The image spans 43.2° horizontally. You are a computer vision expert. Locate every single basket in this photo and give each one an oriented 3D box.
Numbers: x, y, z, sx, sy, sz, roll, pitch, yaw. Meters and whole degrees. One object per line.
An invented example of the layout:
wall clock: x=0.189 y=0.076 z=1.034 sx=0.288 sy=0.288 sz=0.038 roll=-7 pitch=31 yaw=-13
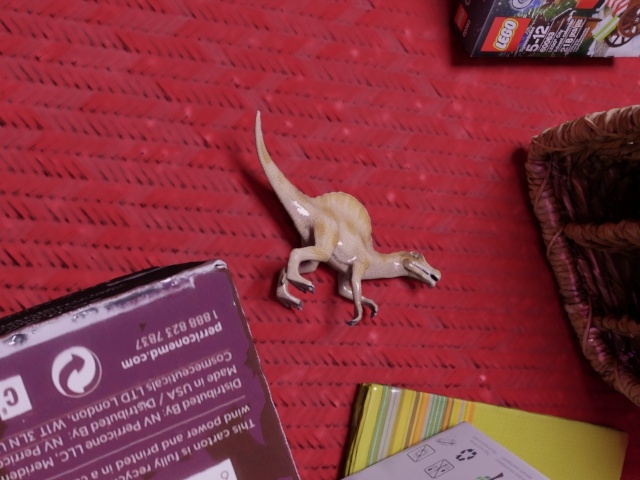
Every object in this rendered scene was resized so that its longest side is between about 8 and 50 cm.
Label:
basket: x=0.282 y=0.034 z=0.526 sx=0.222 sy=0.299 sz=0.214 roll=13 pitch=85 yaw=-21

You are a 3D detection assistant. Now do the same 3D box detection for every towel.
towel: x=0.128 y=0.175 z=0.614 sx=0.237 sy=0.021 sz=0.102 roll=14 pitch=89 yaw=-20

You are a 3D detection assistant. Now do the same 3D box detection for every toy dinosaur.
toy dinosaur: x=0.000 y=0.000 z=0.565 sx=0.183 sy=0.053 sz=0.093 roll=36 pitch=61 yaw=-23

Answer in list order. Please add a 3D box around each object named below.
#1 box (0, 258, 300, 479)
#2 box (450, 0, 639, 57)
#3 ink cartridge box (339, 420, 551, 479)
box: x=-0.120 y=0.115 z=0.427 sx=0.168 sy=0.203 sz=0.167 roll=-21 pitch=95 yaw=-20
box: x=0.203 y=-0.232 z=0.554 sx=0.159 sy=0.233 sz=0.044 roll=-5 pitch=51 yaw=-20
ink cartridge box: x=-0.013 y=0.220 z=0.473 sx=0.332 sy=0.165 sz=0.065 roll=-20 pitch=102 yaw=-12
